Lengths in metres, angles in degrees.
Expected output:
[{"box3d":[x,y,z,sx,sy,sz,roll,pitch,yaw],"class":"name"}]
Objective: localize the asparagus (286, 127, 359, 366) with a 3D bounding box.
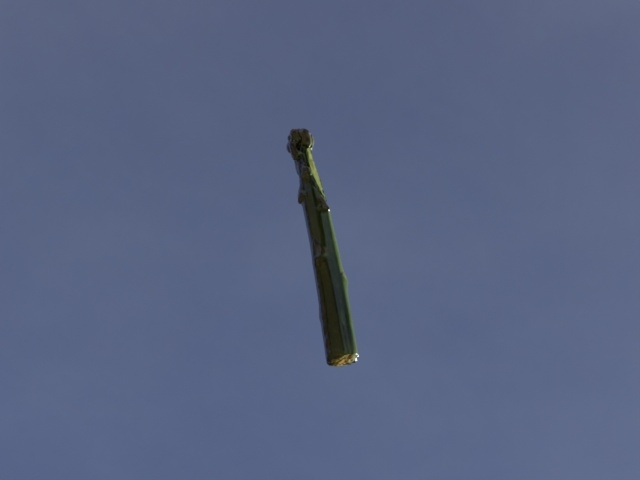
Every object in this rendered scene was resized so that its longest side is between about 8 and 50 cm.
[{"box3d":[0.000,0.000,0.870,0.015,0.127,0.018,16,-39,-38],"class":"asparagus"}]
